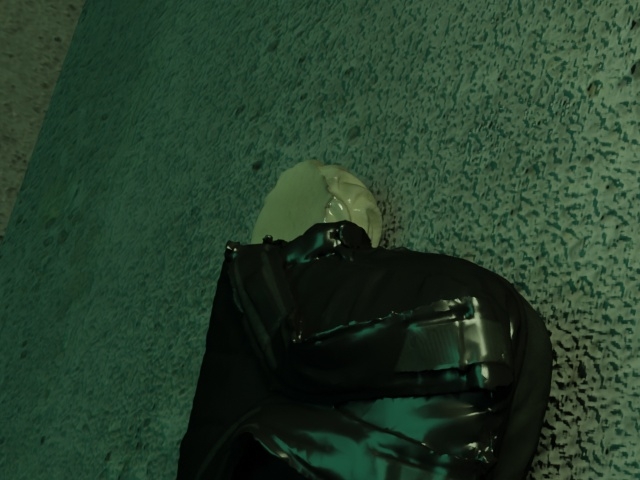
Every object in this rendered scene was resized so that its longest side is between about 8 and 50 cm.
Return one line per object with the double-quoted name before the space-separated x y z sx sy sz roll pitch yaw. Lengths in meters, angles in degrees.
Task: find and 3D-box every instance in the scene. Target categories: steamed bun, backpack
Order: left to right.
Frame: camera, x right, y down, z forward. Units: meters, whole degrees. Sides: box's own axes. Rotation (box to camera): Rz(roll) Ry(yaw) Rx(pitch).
"steamed bun" 0.000 0.000 1.687 0.183 0.106 0.182 -34 42 38
"backpack" 0.031 0.151 1.384 0.446 0.255 0.363 -7 69 54
